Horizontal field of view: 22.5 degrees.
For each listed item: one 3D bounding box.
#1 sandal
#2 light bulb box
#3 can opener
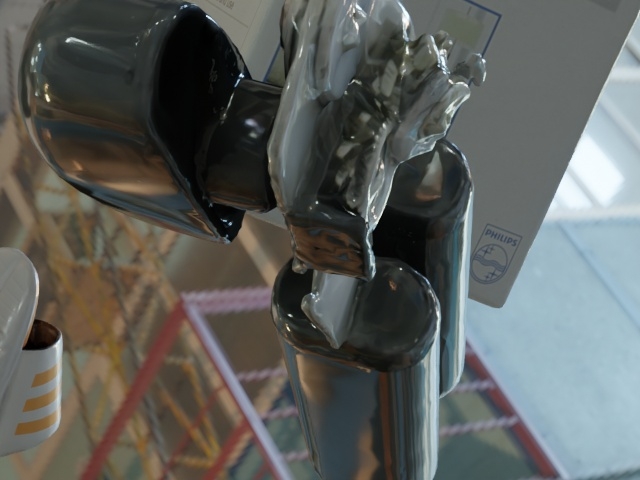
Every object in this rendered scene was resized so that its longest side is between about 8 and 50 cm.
[{"bbox_3d":[-0.231,0.125,1.147,0.076,0.102,0.265,6,-66,-34],"label":"sandal"},{"bbox_3d":[0.037,-0.201,1.061,0.225,0.358,0.361,20,-80,-23],"label":"light bulb box"},{"bbox_3d":[0.000,0.000,0.436,0.280,0.093,0.074,71,-145,-64],"label":"can opener"}]
